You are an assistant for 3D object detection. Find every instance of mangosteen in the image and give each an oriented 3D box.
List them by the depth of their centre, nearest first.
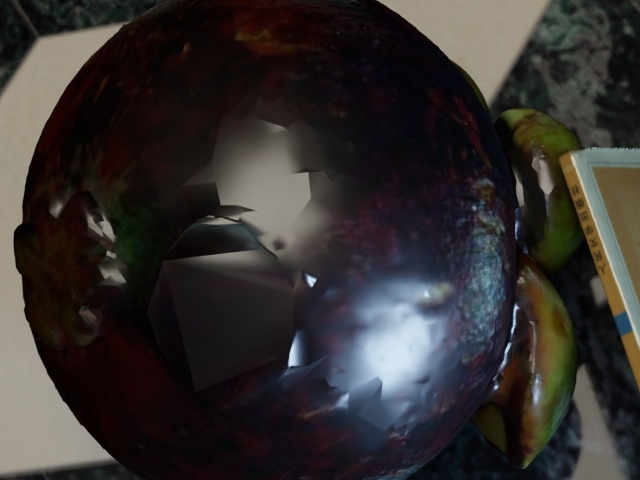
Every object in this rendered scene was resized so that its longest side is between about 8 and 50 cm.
[{"bbox_3d":[-0.011,0.001,0.860,0.311,0.311,0.311,-3,71,9],"label":"mangosteen"}]

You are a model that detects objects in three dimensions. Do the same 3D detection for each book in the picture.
[{"bbox_3d":[0.214,0.065,0.847,0.018,0.170,0.242,-28,73,39],"label":"book"}]
